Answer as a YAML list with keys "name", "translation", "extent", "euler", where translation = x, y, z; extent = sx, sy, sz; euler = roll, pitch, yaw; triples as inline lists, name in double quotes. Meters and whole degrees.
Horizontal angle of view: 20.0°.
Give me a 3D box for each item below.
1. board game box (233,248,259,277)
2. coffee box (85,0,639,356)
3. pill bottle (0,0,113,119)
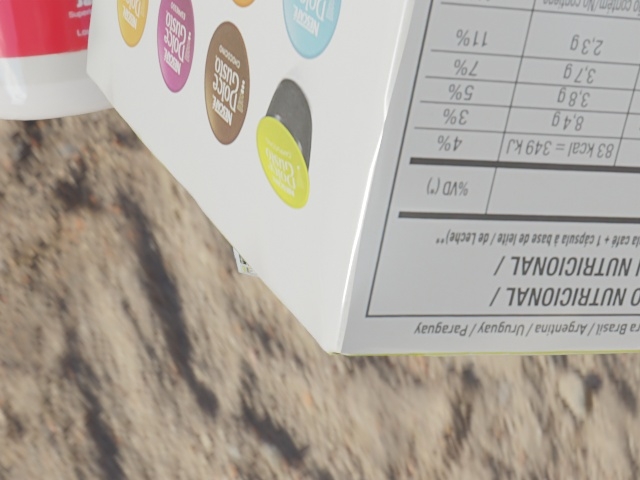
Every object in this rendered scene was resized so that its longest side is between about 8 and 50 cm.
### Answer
- name: "board game box"
  translation: [0.000, 0.000, 0.894]
  extent: [0.090, 0.090, 0.020]
  euler: [17, 64, 12]
- name: "coffee box"
  translation: [0.119, -0.165, 0.795]
  extent: [0.338, 0.334, 0.337]
  euler: [0, 23, -24]
- name: "pill bottle"
  translation: [-0.215, -0.315, 1.364]
  extent: [0.229, 0.229, 0.407]
  euler: [-5, 112, 7]
